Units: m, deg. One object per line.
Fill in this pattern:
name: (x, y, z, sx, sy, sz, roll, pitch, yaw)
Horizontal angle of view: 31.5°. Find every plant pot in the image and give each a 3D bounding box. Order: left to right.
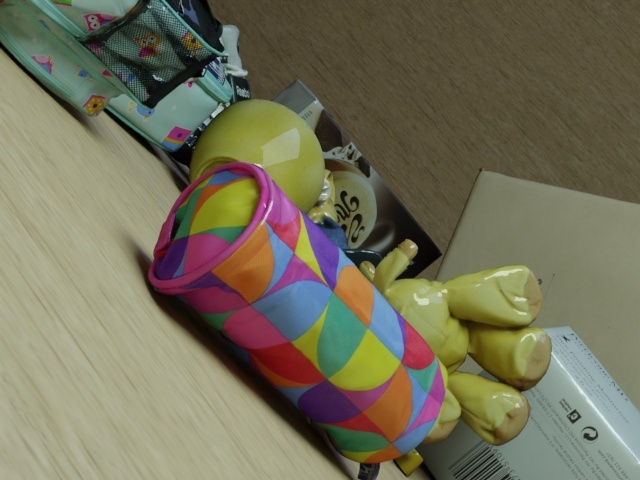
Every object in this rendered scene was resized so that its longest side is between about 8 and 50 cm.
plant pot: (-0.073, -0.061, 1.096, 0.134, 0.134, 0.095, 50, 25, -3)

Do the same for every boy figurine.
boy figurine: (0.000, 0.000, 1.349, 0.285, 0.092, 0.177, -113, -163, -62)

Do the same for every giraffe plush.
giraffe plush: (0.094, 0.093, 1.083, 0.210, 0.181, 0.170, 21, -6, -11)

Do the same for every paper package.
paper package: (0.283, 0.111, 1.333, 0.310, 0.324, 0.168, 14, -19, 32)

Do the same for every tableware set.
tableware set: (0.040, 0.148, 1.035, 0.154, 0.024, 0.104, 51, 0, 34)

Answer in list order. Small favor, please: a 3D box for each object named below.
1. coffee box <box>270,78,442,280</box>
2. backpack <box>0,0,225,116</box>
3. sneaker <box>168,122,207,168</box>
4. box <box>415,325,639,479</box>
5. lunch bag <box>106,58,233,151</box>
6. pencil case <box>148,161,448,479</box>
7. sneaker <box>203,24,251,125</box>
coffee box: (0.007, -0.049, 1.558, 0.297, 0.168, 0.119, 48, 4, -26)
backpack: (-0.180, -0.200, 0.847, 0.188, 0.144, 0.166, 54, 8, -48)
sneaker: (-0.098, -0.068, 1.196, 0.170, 0.051, 0.089, 52, -16, -22)
box: (0.220, 0.208, 1.135, 0.181, 0.182, 0.119, 53, 21, 19)
lunch bag: (-0.210, -0.225, 1.097, 0.279, 0.108, 0.224, 52, 4, 35)
pencil case: (-0.011, 0.056, 0.730, 0.236, 0.104, 0.104, 50, 2, -36)
sneaker: (-0.132, -0.175, 1.333, 0.330, 0.146, 0.122, 52, 1, -2)
